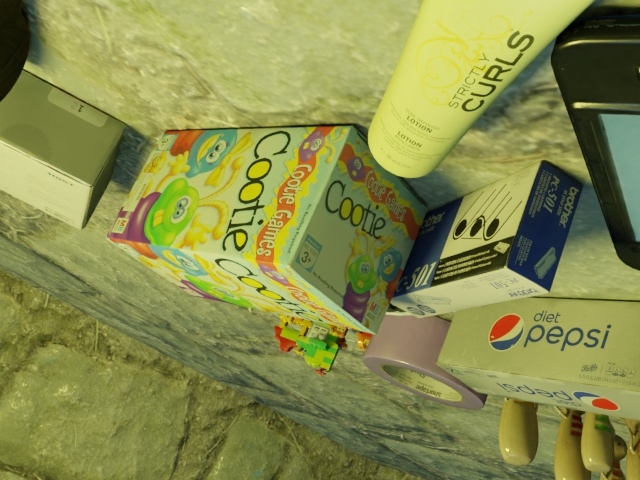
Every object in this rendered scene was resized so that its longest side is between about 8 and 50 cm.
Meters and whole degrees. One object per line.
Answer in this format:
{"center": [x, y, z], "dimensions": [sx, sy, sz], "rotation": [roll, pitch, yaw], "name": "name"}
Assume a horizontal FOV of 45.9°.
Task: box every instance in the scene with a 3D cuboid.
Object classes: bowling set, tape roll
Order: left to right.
{"center": [0.163, 0.177, 1.120], "dimensions": [0.189, 0.080, 0.189], "rotation": [22, 161, 8], "name": "tape roll"}
{"center": [0.395, 0.254, 1.012], "dimensions": [0.287, 0.154, 0.200], "rotation": [36, 139, -28], "name": "bowling set"}

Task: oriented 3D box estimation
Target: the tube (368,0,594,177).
{"center": [0.085, -0.114, 0.462], "dimensions": [0.070, 0.062, 0.240], "rotation": [-8, 162, -15], "name": "tube"}

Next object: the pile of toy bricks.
{"center": [0.010, 0.170, 1.241], "dimensions": [0.212, 0.105, 0.118], "rotation": [17, 160, 18], "name": "pile of toy bricks"}

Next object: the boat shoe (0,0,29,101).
{"center": [-0.322, -0.198, 0.698], "dimensions": [0.073, 0.080, 0.223], "rotation": [32, 155, -8], "name": "boat shoe"}

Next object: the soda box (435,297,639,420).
{"center": [0.268, 0.124, 0.819], "dimensions": [0.091, 0.098, 0.286], "rotation": [36, 157, -30], "name": "soda box"}

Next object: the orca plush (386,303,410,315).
{"center": [0.000, 0.000, 0.883], "dimensions": [0.287, 0.102, 0.151], "rotation": [22, -151, 36], "name": "orca plush"}

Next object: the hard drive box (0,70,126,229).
{"center": [-0.351, -0.112, 0.935], "dimensions": [0.181, 0.089, 0.232], "rotation": [28, 161, -13], "name": "hard drive box"}

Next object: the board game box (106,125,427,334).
{"center": [-0.060, -0.016, 0.763], "dimensions": [0.275, 0.142, 0.144], "rotation": [6, 154, 43], "name": "board game box"}

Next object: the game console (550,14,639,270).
{"center": [0.266, 0.026, 0.441], "dimensions": [0.250, 0.173, 0.293], "rotation": [10, 156, 35], "name": "game console"}

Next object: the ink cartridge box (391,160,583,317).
{"center": [0.135, 0.008, 0.665], "dimensions": [0.046, 0.097, 0.207], "rotation": [28, 161, -13], "name": "ink cartridge box"}
